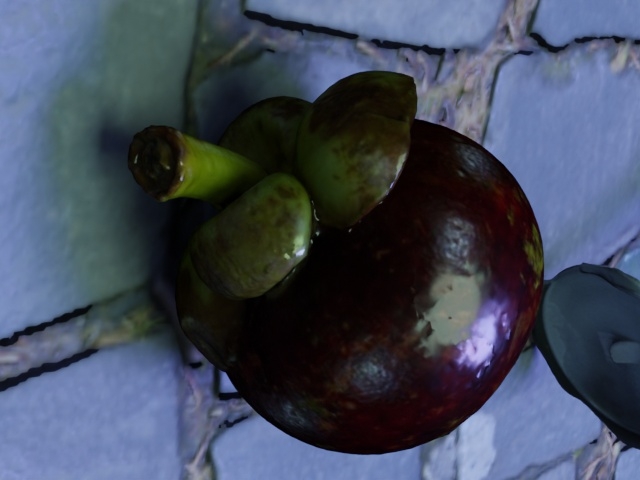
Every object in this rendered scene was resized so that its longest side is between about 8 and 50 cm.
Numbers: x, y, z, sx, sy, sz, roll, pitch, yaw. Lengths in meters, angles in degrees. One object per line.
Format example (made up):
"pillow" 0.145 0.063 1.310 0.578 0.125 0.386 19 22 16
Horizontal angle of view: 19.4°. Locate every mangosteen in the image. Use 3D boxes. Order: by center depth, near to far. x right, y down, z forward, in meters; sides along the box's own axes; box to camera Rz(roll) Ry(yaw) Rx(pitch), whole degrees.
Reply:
"mangosteen" 0.003 0.000 0.787 0.156 0.181 0.146 -54 -175 8

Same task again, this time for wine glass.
"wine glass" 0.234 0.006 1.035 0.232 0.156 0.156 -36 132 -30
